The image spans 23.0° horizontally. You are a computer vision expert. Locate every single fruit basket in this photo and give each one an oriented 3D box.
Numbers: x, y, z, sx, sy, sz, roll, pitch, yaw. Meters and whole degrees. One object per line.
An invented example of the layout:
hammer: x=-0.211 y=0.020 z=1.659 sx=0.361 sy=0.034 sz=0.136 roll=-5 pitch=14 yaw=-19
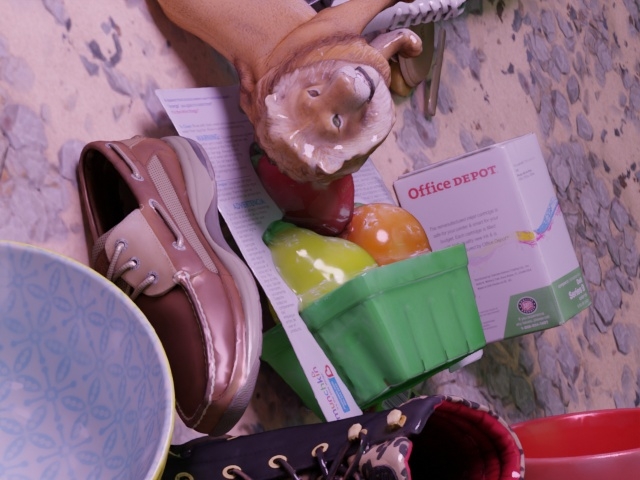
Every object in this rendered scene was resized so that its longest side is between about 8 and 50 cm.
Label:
fruit basket: x=0.000 y=0.000 z=1.564 sx=0.353 sy=0.165 sz=0.327 roll=56 pitch=28 yaw=11

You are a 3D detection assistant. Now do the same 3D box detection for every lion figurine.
lion figurine: x=-0.057 y=-0.213 z=1.512 sx=0.240 sy=0.392 sz=0.142 roll=-37 pitch=149 yaw=-28

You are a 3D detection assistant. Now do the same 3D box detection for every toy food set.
toy food set: x=0.099 y=-0.235 z=1.821 sx=0.192 sy=0.038 sz=0.132 roll=52 pitch=44 yaw=-61

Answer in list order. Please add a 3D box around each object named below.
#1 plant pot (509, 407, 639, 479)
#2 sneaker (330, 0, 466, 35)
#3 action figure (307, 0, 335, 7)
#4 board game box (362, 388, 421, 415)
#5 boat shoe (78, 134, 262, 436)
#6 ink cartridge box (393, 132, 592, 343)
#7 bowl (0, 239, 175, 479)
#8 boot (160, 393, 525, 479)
plant pot: x=0.316 y=0.328 z=1.747 sx=0.275 sy=0.275 sz=0.243 roll=-11 pitch=95 yaw=-54
sneaker: x=0.107 y=-0.272 z=1.693 sx=0.235 sy=0.090 sz=0.095 roll=-35 pitch=87 yaw=-16
action figure: x=0.029 y=-0.374 z=1.736 sx=0.164 sy=0.141 sz=0.275 roll=35 pitch=48 yaw=-55
board game box: x=0.066 y=0.265 z=1.610 sx=0.124 sy=0.039 sz=0.259 roll=47 pitch=41 yaw=-30
boat shoe: x=-0.138 y=0.032 z=1.322 sx=0.116 sy=0.123 sz=0.324 roll=9 pitch=37 yaw=-29
ink cartridge box: x=0.194 y=0.001 z=1.783 sx=0.093 sy=0.154 sz=0.212 roll=-25 pitch=96 yaw=-54
bowl: x=-0.247 y=0.156 z=1.114 sx=0.156 sy=0.289 sz=0.289 roll=97 pitch=10 yaw=-50
boot: x=-0.033 y=0.212 z=1.288 sx=0.377 sy=0.284 sz=0.138 roll=7 pitch=71 yaw=-52
